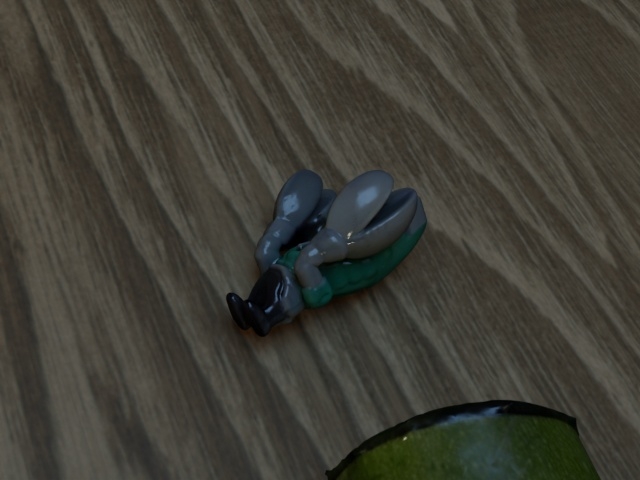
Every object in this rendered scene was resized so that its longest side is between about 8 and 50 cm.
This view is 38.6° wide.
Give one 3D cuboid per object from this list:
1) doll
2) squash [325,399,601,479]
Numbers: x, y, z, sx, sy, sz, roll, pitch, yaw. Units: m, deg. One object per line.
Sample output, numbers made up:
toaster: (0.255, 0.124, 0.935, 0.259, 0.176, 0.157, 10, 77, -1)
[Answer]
doll: (0.017, 0.001, 1.042, 0.194, 0.153, 0.258, -3, 30, 28)
squash: (0.161, 0.357, 0.753, 0.263, 0.263, 0.384, -1, 54, -17)
